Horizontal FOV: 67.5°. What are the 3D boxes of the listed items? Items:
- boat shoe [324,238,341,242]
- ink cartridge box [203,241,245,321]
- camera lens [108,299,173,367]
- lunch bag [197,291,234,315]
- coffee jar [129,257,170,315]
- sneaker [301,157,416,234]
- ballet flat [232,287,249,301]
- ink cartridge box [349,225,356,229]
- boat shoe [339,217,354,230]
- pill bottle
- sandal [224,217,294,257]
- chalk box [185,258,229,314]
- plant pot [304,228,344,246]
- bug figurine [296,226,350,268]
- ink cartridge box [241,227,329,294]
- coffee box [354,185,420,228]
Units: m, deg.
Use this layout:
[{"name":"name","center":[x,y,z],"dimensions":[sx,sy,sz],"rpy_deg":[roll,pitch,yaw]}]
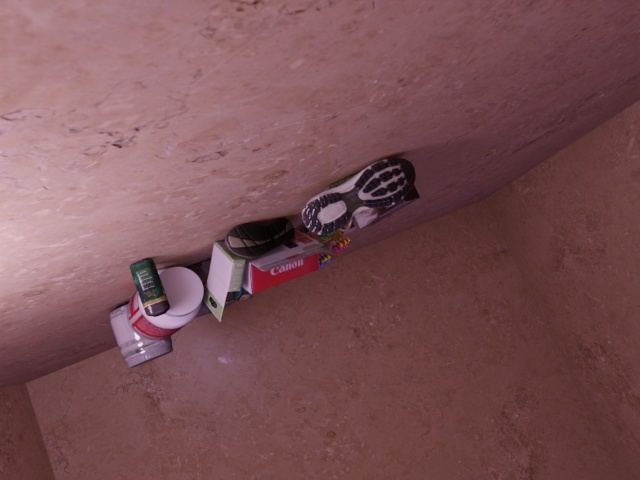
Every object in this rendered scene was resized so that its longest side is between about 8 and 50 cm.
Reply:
[{"name":"boat shoe","center":[0.000,0.000,2.336],"dimensions":[0.255,0.079,0.095],"rpy_deg":[-25,-144,-24]},{"name":"ink cartridge box","center":[-0.340,0.141,1.682],"dimensions":[0.056,0.234,0.171],"rpy_deg":[0,-159,-36]},{"name":"camera lens","center":[-0.803,0.405,2.149],"dimensions":[0.220,0.274,0.219],"rpy_deg":[-23,171,-4]},{"name":"lunch bag","center":[-0.557,0.276,2.372],"dimensions":[0.235,0.168,0.287],"rpy_deg":[-29,174,38]},{"name":"coffee jar","center":[-0.551,0.156,1.552],"dimensions":[0.079,0.184,0.096],"rpy_deg":[-21,171,-17]},{"name":"sneaker","center":[0.115,-0.172,1.600],"dimensions":[0.411,0.157,0.182],"rpy_deg":[-24,-157,-5]},{"name":"ballet flat","center":[-0.284,0.178,1.982],"dimensions":[0.106,0.107,0.316],"rpy_deg":[-3,166,-22]},{"name":"ink cartridge box","center":[0.155,-0.066,2.585],"dimensions":[0.063,0.029,0.115],"rpy_deg":[-21,171,-11]},{"name":"boat shoe","center":[0.068,-0.089,1.862],"dimensions":[0.124,0.123,0.342],"rpy_deg":[-22,173,-5]},{"name":"pill bottle","center":[-0.587,0.237,1.818],"dimensions":[0.229,0.228,0.408],"rpy_deg":[-17,171,-35]},{"name":"sandal","center":[-0.214,-0.005,1.693],"dimensions":[0.086,0.120,0.303],"rpy_deg":[-15,179,41]},{"name":"chalk box","center":[-0.460,0.199,1.973],"dimensions":[0.133,0.212,0.132],"rpy_deg":[-20,171,-20]},{"name":"plant pot","center":[0.004,-0.028,2.191],"dimensions":[0.237,0.032,0.236],"rpy_deg":[-23,152,-13]},{"name":"bug figurine","center":[0.007,0.018,1.992],"dimensions":[0.216,0.072,0.279],"rpy_deg":[-28,-143,-11]},{"name":"ink cartridge box","center":[-0.163,0.075,1.780],"dimensions":[0.310,0.129,0.272],"rpy_deg":[-18,-150,-35]},{"name":"coffee box","center":[0.229,-0.161,1.784],"dimensions":[0.098,0.141,0.247],"rpy_deg":[-16,170,-42]}]
